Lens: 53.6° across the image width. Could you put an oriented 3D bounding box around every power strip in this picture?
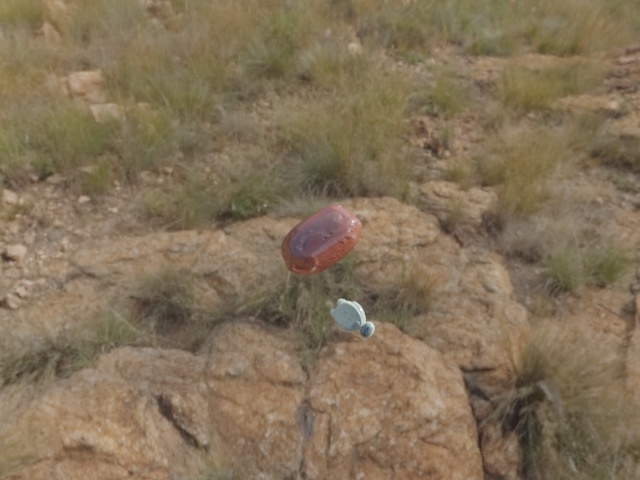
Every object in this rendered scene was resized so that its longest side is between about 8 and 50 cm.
[{"bbox_3d":[0.059,0.137,1.100,0.083,0.055,0.035,36,8,15],"label":"power strip"}]

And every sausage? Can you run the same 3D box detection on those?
[{"bbox_3d":[0.000,0.000,0.686,0.094,0.054,0.059,-34,78,5],"label":"sausage"}]
